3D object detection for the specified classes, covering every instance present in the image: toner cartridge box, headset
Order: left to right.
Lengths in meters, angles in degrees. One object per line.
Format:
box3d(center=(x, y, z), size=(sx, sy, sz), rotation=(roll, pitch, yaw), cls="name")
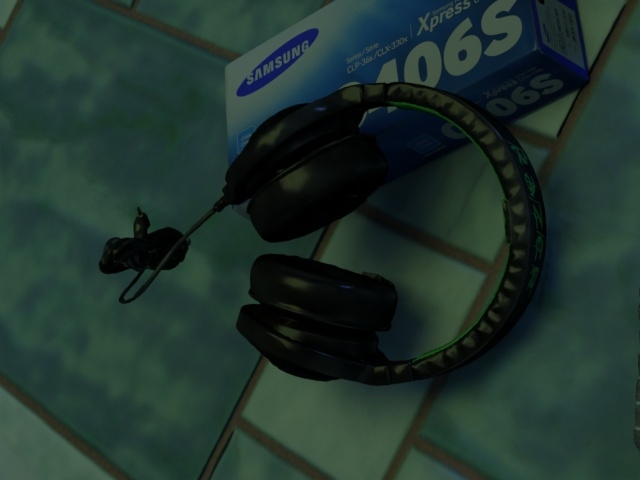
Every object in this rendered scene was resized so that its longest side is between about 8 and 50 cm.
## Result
box3d(center=(0.000, 0.000, 1.466), size=(0.394, 0.185, 0.243), rotation=(-5, 89, 20), cls="headset")
box3d(center=(0.064, -0.148, 1.541), size=(0.348, 0.075, 0.165), rotation=(-27, 53, 34), cls="toner cartridge box")

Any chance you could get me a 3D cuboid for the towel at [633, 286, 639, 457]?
box3d(center=(0.325, 0.029, 1.129), size=(0.235, 0.121, 0.284), rotation=(-3, 82, 43), cls="towel")
